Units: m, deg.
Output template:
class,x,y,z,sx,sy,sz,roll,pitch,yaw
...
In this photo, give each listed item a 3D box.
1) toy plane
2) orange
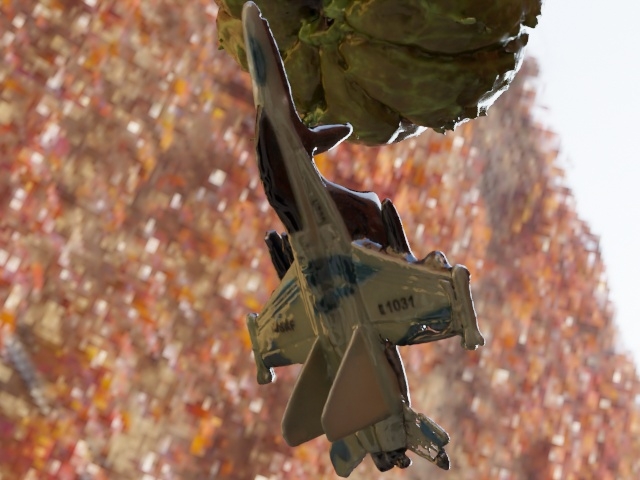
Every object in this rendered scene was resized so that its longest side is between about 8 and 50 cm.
class,x,y,z,sx,sy,sz,roll,pitch,yaw
toy plane,0.009,-0.002,0.972,0.192,0.088,0.262,-13,-95,52
orange,0.041,-0.233,1.523,0.300,0.223,0.301,-14,-69,32
